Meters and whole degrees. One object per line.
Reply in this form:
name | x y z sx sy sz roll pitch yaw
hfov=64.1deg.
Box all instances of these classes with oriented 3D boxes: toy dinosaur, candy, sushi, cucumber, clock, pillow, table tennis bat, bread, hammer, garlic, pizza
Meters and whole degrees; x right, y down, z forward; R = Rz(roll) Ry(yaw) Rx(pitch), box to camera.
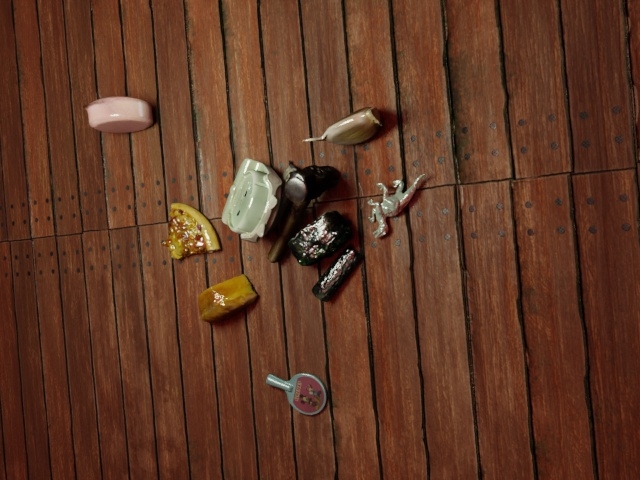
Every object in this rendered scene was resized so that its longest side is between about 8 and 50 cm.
toy dinosaur | 0.255 -0.127 1.688 0.242 0.053 0.167 -25 83 22
candy | -0.802 -0.498 2.035 0.255 0.255 0.094 -7 90 24
sushi | 0.000 0.000 1.766 0.225 0.124 0.127 -35 77 20
cucumber | 0.055 0.115 1.780 0.078 0.062 0.211 42 107 18
clock | -0.235 -0.131 1.787 0.265 0.108 0.324 -66 28 10
pillow | -0.136 -0.151 1.827 0.059 0.169 0.255 21 103 -16
table tennis bat | -0.089 0.549 1.878 0.244 0.040 0.153 16 99 18
bread | -0.379 0.233 1.939 0.260 0.134 0.129 -31 79 22
hammer | -0.098 -0.081 1.780 0.095 0.242 0.409 38 120 12
garlic | 0.083 -0.367 1.704 0.266 0.148 0.128 -26 51 22
pizza | -0.536 -0.015 2.028 0.289 0.081 0.229 44 108 15
